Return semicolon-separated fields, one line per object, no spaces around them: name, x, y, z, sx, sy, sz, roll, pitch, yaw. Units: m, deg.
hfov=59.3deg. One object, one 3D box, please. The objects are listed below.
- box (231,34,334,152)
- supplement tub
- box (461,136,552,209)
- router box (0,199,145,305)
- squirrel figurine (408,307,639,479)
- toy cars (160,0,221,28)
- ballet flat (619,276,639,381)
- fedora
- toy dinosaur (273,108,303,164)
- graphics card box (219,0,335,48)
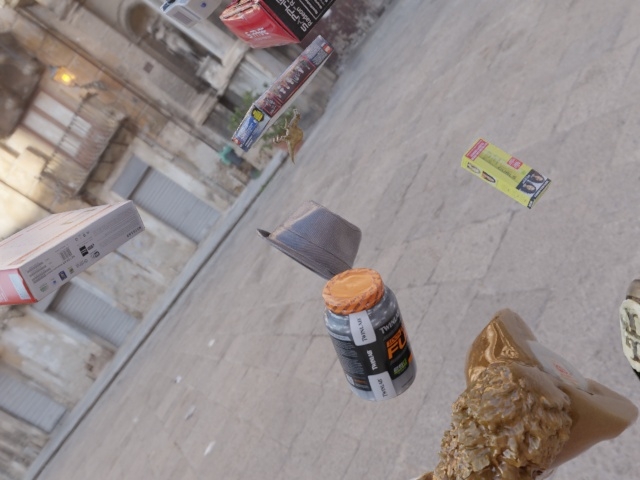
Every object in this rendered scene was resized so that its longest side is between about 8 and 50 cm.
box;-0.046;-0.175;0.674;0.137;0.027;0.094;-54;10;-28
supplement tub;0.074;0.144;0.870;0.117;0.190;0.117;-16;29;9
box;0.510;-0.188;1.555;0.087;0.232;0.058;-45;-23;-14
router box;-0.627;0.026;1.286;0.301;0.082;0.335;-6;24;30
squirrel figurine;0.280;0.358;0.937;0.397;0.281;0.370;-5;-50;-59
toy cars;-0.192;-0.611;1.370;0.394;0.087;0.176;-19;-28;-14
ballet flat;0.240;0.143;0.357;0.058;0.249;0.084;-21;2;12
fedora;0.000;0.000;1.147;0.124;0.244;0.275;-59;-14;-4
toy dinosaur;-0.100;-0.327;1.801;0.053;0.093;0.183;-133;45;-59
graphics card box;0.012;-0.473;0.897;0.371;0.094;0.233;-52;27;-3
